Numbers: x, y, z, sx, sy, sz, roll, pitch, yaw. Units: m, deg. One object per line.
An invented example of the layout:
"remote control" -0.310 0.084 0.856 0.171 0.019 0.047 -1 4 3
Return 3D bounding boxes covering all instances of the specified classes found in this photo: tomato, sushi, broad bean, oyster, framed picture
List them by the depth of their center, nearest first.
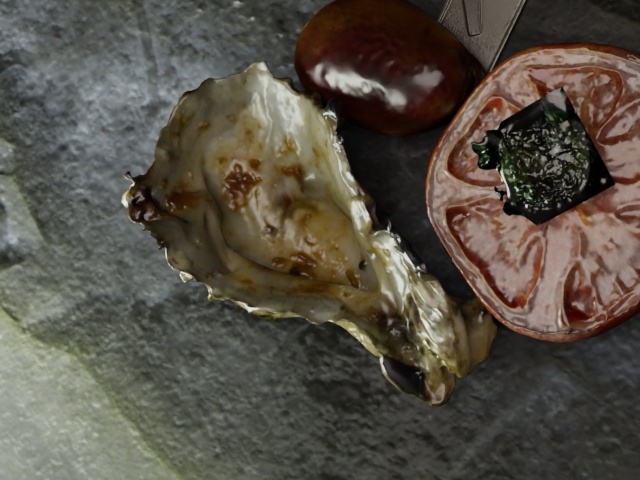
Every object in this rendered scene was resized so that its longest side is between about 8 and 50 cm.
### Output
"sushi" 0.167 -0.058 1.143 0.084 0.056 0.083 -30 86 11
"tomato" 0.204 -0.036 1.207 0.236 0.095 0.237 -1 85 16
"oyster" 0.005 -0.006 1.258 0.337 0.133 0.198 35 97 16
"broad bean" 0.053 -0.147 1.273 0.165 0.084 0.114 31 95 26
"framed picture" 0.132 -0.185 1.285 0.066 0.006 0.089 26 96 20
